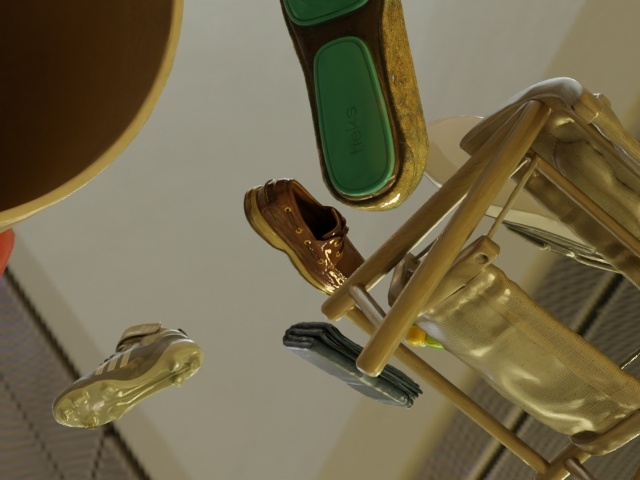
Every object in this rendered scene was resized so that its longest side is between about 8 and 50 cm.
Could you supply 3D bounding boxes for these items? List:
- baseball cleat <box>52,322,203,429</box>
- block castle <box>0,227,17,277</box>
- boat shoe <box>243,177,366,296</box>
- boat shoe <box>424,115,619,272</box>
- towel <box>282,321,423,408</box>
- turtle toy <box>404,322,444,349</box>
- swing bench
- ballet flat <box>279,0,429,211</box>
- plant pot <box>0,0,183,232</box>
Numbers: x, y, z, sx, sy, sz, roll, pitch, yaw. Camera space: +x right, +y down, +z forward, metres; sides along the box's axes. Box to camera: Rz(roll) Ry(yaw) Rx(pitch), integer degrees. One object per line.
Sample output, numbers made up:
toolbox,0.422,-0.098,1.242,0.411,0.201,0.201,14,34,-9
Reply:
baseball cleat,-0.251,0.167,1.758,0.109,0.206,0.072,40,-41,45
block castle,-0.434,-0.050,0.956,0.303,0.453,0.213,4,-112,16
boat shoe,0.000,-0.001,1.410,0.060,0.178,0.064,-25,-140,31
boat shoe,0.241,-0.043,1.560,0.301,0.108,0.102,21,-26,20
towel,0.027,0.106,1.217,0.067,0.119,0.029,-1,-119,59
turtle toy,0.162,0.098,1.701,0.130,0.066,0.095,10,-113,14
swing bench,0.184,0.048,1.047,0.254,0.253,0.165,-50,-165,3
ballet flat,0.033,-0.195,1.323,0.123,0.123,0.348,-20,-103,53
plant pot,-0.234,-0.083,0.692,0.274,0.256,0.256,-35,-114,59
